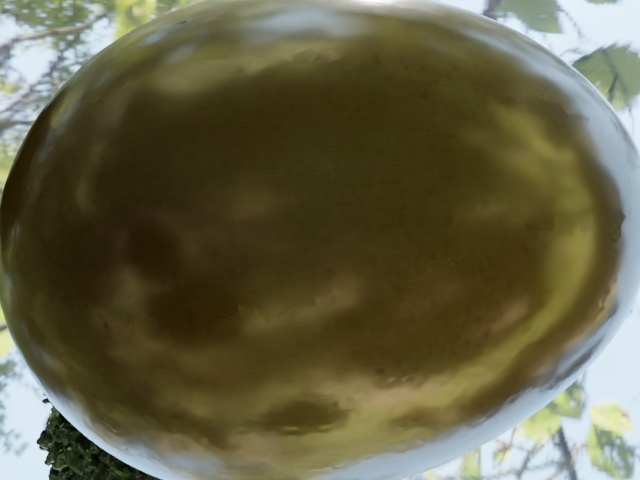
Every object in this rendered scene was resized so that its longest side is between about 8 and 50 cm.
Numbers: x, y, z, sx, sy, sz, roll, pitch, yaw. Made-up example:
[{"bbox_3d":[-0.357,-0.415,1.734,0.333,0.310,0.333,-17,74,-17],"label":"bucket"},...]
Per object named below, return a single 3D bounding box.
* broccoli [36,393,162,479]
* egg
[{"bbox_3d":[-0.115,0.254,1.440,0.293,0.281,0.348,17,-40,43],"label":"broccoli"},{"bbox_3d":[0.000,0.000,0.681,0.322,0.250,0.250,-5,-82,9],"label":"egg"}]
